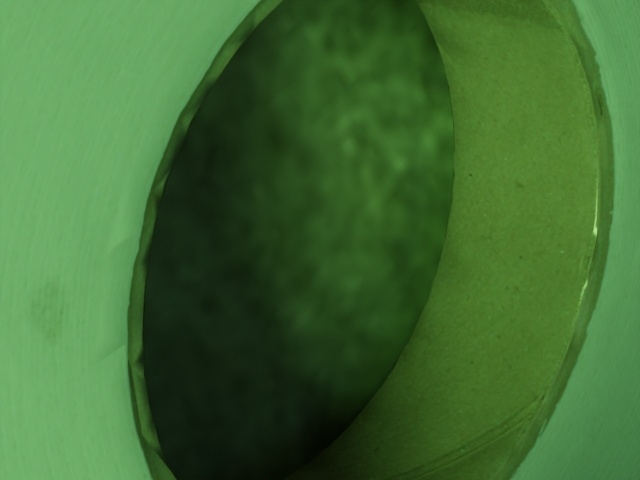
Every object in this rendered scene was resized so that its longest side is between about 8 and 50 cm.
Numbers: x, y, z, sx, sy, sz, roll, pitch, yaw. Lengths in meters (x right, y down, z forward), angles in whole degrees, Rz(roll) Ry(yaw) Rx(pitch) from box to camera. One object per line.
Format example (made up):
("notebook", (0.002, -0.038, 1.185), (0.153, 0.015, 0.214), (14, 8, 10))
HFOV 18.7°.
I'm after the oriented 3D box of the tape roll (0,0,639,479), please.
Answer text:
("tape roll", (0.000, 0.000, 0.595), (0.392, 0.072, 0.392), (-17, 115, -41))
